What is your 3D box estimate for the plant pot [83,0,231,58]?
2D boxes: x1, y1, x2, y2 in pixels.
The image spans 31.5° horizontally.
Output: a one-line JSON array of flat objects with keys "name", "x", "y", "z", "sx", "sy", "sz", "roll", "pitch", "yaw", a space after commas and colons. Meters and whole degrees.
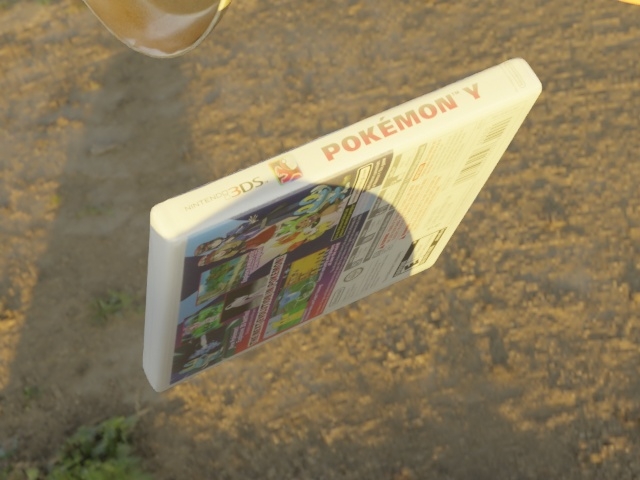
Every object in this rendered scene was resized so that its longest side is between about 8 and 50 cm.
[{"name": "plant pot", "x": -0.106, "y": -0.222, "z": 0.640, "sx": 0.032, "sy": 0.236, "sz": 0.236, "roll": -24, "pitch": 36, "yaw": -31}]

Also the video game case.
[{"name": "video game case", "x": 0.000, "y": 0.000, "z": 0.559, "sx": 0.183, "sy": 0.201, "sz": 0.023, "roll": -24, "pitch": 72, "yaw": -19}]

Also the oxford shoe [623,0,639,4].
[{"name": "oxford shoe", "x": 0.129, "y": -0.289, "z": 0.573, "sx": 0.130, "sy": 0.133, "sz": 0.363, "roll": -4, "pitch": 67, "yaw": -23}]
